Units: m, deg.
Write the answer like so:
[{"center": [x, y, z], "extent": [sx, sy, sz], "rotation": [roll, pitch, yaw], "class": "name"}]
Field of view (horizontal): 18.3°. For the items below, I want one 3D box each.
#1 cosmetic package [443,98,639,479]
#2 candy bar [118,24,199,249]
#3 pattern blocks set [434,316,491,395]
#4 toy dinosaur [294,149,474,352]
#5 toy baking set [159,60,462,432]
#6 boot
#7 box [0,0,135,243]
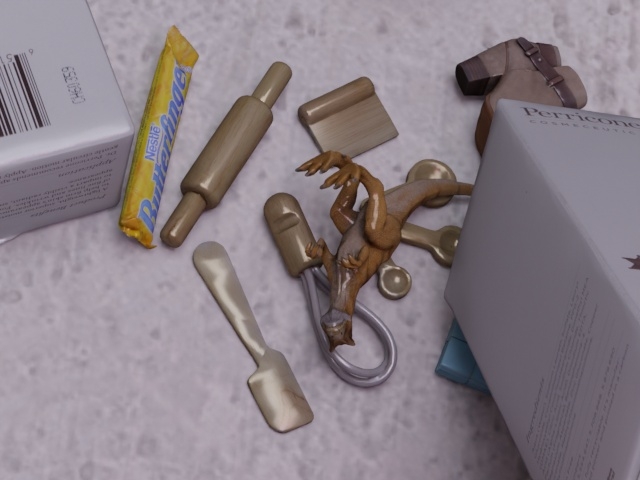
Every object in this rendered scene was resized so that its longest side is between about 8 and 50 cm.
[{"center": [0.223, 0.061, 1.158], "extent": [0.217, 0.156, 0.385], "rotation": [7, 24, -14], "class": "cosmetic package"}, {"center": [-0.110, -0.069, 1.353], "extent": [0.018, 0.040, 0.161], "rotation": [-2, 61, 25], "class": "candy bar"}, {"center": [0.253, 0.085, 1.371], "extent": [0.325, 0.026, 0.285], "rotation": [32, 64, 2], "class": "pattern blocks set"}, {"center": [0.037, -0.012, 1.332], "extent": [0.211, 0.064, 0.112], "rotation": [-50, 122, -38], "class": "toy dinosaur"}, {"center": [-0.005, -0.005, 1.350], "extent": [0.196, 0.030, 0.256], "rotation": [35, 64, 4], "class": "toy baking set"}, {"center": [0.150, -0.094, 1.418], "extent": [0.087, 0.042, 0.118], "rotation": [-9, 66, -20], "class": "boot"}, {"center": [-0.236, -0.099, 1.289], "extent": [0.181, 0.119, 0.182], "rotation": [-16, 70, -19], "class": "box"}]
